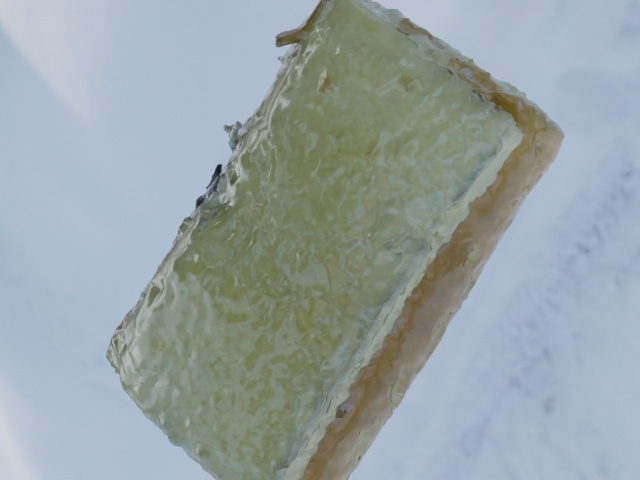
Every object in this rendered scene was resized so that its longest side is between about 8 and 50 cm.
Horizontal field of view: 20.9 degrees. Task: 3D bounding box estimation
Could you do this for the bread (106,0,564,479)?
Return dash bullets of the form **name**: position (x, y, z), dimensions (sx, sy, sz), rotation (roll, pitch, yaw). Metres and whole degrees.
- **bread**: position (0.000, 0.000, 1.368), dimensions (0.236, 0.165, 0.375), rotation (41, 107, 31)
